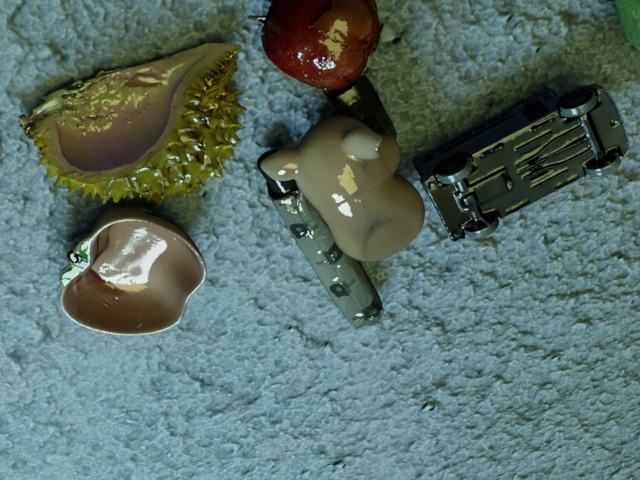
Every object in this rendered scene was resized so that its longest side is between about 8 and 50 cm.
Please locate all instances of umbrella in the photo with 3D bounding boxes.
[{"bbox_3d":[0.000,0.000,1.575,0.067,0.073,0.337,-34,123,-3],"label":"umbrella"}]

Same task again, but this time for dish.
[{"bbox_3d":[-0.272,0.030,1.509,0.213,0.090,0.213,-7,128,-9],"label":"dish"}]

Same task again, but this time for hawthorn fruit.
[{"bbox_3d":[-0.009,-0.273,1.371,0.172,0.148,0.148,15,118,-1],"label":"hawthorn fruit"}]

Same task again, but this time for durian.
[{"bbox_3d":[-0.217,-0.125,1.432,0.305,0.185,0.196,-27,147,-6],"label":"durian"}]

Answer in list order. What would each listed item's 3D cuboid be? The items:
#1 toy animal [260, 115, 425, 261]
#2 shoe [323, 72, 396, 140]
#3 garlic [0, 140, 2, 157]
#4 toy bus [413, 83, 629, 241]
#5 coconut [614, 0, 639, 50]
[{"bbox_3d":[0.050,-0.069,1.470,0.166,0.154,0.250,-28,135,14],"label":"toy animal"},{"bbox_3d":[0.062,-0.179,1.495,0.062,0.053,0.159,-32,126,10],"label":"shoe"},{"bbox_3d":[-0.458,-0.138,1.393,0.083,0.041,0.053,13,130,-13],"label":"garlic"},{"bbox_3d":[0.289,-0.124,1.539,0.292,0.133,0.125,-28,118,6],"label":"toy bus"},{"bbox_3d":[0.565,-0.334,1.392,0.328,0.281,0.328,0,119,-1],"label":"coconut"}]
